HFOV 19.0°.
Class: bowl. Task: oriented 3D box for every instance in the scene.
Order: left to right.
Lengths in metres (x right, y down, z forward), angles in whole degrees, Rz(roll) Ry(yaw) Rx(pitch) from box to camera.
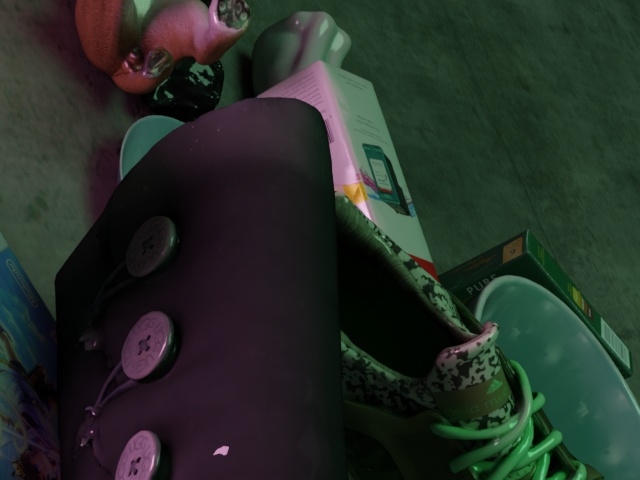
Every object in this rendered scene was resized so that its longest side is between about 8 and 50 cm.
[{"bbox_3d":[0.151,0.200,1.551,0.311,0.163,0.311,43,32,-35],"label":"bowl"}]

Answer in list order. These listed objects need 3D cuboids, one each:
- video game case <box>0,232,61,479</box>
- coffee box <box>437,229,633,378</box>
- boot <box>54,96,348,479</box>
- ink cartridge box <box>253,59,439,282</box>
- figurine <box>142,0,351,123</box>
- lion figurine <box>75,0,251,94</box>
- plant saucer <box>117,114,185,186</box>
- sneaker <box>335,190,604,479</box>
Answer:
[{"bbox_3d":[-0.204,0.131,1.095,0.269,0.061,0.244,59,27,-5],"label":"video game case"},{"bbox_3d":[0.204,0.082,1.825,0.184,0.113,0.040,46,31,-25],"label":"coffee box"},{"bbox_3d":[-0.003,0.088,0.991,0.146,0.367,0.445,43,28,-31],"label":"boot"},{"bbox_3d":[0.000,0.000,1.425,0.078,0.134,0.231,18,49,-55],"label":"ink cartridge box"},{"bbox_3d":[-0.064,-0.131,1.600,0.215,0.092,0.209,43,39,-34],"label":"figurine"},{"bbox_3d":[-0.143,-0.245,1.484,0.142,0.240,0.392,17,61,-19],"label":"lion figurine"},{"bbox_3d":[-0.098,-0.001,1.445,0.195,0.037,0.195,43,31,-34],"label":"plant saucer"},{"bbox_3d":[0.089,0.126,1.209,0.410,0.182,0.158,44,68,9],"label":"sneaker"}]
